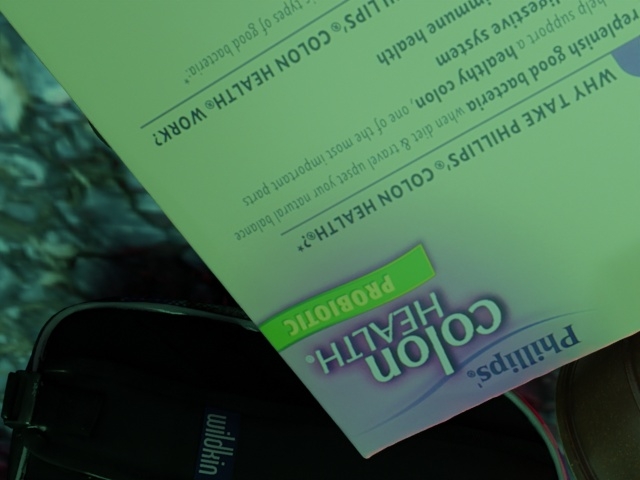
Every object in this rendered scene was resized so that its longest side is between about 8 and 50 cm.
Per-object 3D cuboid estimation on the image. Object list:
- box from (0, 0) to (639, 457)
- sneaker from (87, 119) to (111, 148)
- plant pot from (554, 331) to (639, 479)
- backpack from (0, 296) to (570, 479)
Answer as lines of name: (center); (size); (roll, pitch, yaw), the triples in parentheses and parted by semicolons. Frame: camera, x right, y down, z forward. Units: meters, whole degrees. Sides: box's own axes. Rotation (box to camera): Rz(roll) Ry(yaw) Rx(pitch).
box: (0.039, -0.085, 0.604); (0.213, 0.117, 0.243); (-29, 108, 29)
sneaker: (0.000, 0.000, 0.782); (0.234, 0.078, 0.106); (23, 134, -12)
plant pot: (0.205, 0.044, 0.720); (0.167, 0.167, 0.165); (25, 130, -10)
backpack: (-0.015, 0.154, 0.846); (0.253, 0.225, 0.191); (6, 159, 3)
